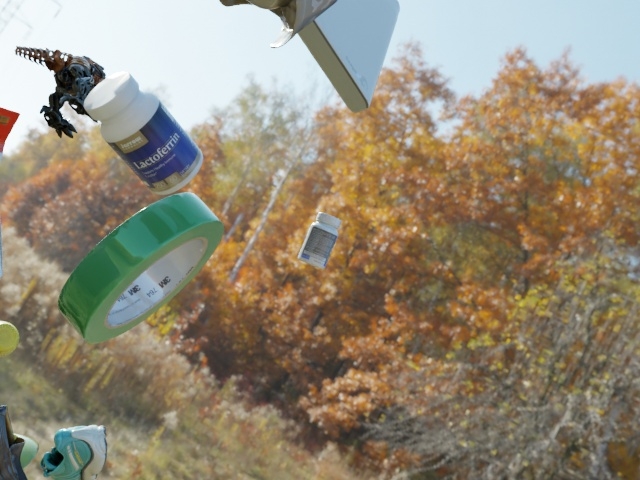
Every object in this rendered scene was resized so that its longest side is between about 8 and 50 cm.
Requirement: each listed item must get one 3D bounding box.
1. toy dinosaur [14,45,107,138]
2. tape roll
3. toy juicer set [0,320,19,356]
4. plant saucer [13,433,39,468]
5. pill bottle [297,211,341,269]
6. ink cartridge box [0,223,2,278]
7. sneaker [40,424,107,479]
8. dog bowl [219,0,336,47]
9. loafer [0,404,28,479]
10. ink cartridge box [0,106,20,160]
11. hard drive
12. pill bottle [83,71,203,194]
[{"bbox_3d":[-0.631,-0.393,1.865,0.322,0.218,0.164,14,-30,-32],"label":"toy dinosaur"},{"bbox_3d":[-0.320,0.052,1.329,0.077,0.321,0.321,45,-9,9],"label":"tape roll"},{"bbox_3d":[-0.745,0.206,1.337,0.329,0.209,0.089,23,-20,-23],"label":"toy juicer set"},{"bbox_3d":[-0.745,0.493,1.606,0.241,0.241,0.037,10,-59,60],"label":"plant saucer"},{"bbox_3d":[0.000,0.000,1.908,0.078,0.137,0.078,23,-3,1],"label":"pill bottle"},{"bbox_3d":[-0.557,0.034,1.007,0.171,0.168,0.232,5,-36,-37],"label":"ink cartridge box"},{"bbox_3d":[-0.509,0.450,1.476,0.110,0.275,0.107,9,43,-24],"label":"sneaker"},{"bbox_3d":[-0.085,-0.430,0.935,0.348,0.102,0.348,52,-19,25],"label":"dog bowl"},{"bbox_3d":[-0.549,0.369,1.284,0.062,0.061,0.170,-142,-150,-68],"label":"loafer"},{"bbox_3d":[-0.725,-0.175,1.437,0.189,0.232,0.066,15,38,-44],"label":"ink cartridge box"},{"bbox_3d":[0.049,-0.385,1.221,0.040,0.307,0.203,-16,-51,32],"label":"hard drive"},{"bbox_3d":[-0.398,-0.241,1.648,0.153,0.153,0.264,18,-26,46],"label":"pill bottle"}]
